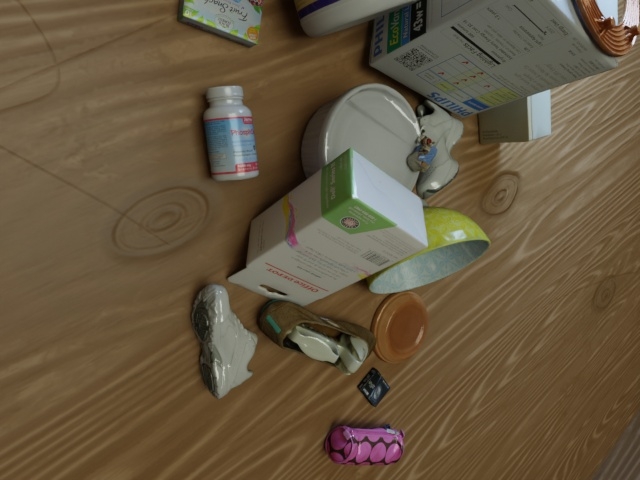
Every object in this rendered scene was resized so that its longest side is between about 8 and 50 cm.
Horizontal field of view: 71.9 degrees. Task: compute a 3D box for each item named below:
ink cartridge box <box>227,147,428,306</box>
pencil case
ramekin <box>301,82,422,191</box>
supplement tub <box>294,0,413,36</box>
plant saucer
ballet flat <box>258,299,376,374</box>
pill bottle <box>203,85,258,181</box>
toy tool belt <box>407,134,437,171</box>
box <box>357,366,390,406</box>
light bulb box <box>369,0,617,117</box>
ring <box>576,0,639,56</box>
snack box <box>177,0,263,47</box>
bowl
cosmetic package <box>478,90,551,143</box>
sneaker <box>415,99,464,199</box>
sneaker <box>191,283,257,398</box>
[{"bbox_3d":[0.000,0.000,0.855,0.207,0.353,0.119,29,46,-35],"label":"ink cartridge box"},{"bbox_3d":[0.117,0.511,1.112,0.209,0.095,0.098,19,122,-38],"label":"pencil case"},{"bbox_3d":[0.081,-0.188,0.944,0.273,0.127,0.273,-7,102,-34],"label":"ramekin"},{"bbox_3d":[0.034,-0.564,0.778,0.241,0.241,0.331,-31,115,-27],"label":"supplement tub"},{"bbox_3d":[0.218,0.232,1.167,0.200,0.037,0.200,-6,101,-34],"label":"plant saucer"},{"bbox_3d":[0.020,0.228,0.969,0.342,0.124,0.116,31,97,-35],"label":"ballet flat"},{"bbox_3d":[-0.163,-0.191,0.797,0.087,0.087,0.160,-14,106,-32],"label":"pill bottle"},{"bbox_3d":[0.226,-0.184,0.936,0.052,0.051,0.083,37,75,-33],"label":"toy tool belt"},{"bbox_3d":[0.139,0.382,1.148,0.067,0.018,0.083,-44,120,-21],"label":"box"},{"bbox_3d":[0.356,-0.465,0.930,0.358,0.361,0.225,13,79,-36],"label":"light bulb box"},{"bbox_3d":[0.543,-0.519,0.830,0.336,0.032,0.337,3,84,-36],"label":"ring"},{"bbox_3d":[-0.174,-0.417,0.782,0.141,0.037,0.100,5,96,-35],"label":"snack box"},{"bbox_3d":[0.225,-0.001,1.032,0.289,0.289,0.156,-1,62,-35],"label":"bowl"},{"bbox_3d":[0.517,-0.427,1.190,0.113,0.160,0.309,-21,108,-30],"label":"cosmetic package"},{"bbox_3d":[0.255,-0.217,1.052,0.129,0.111,0.297,35,47,-20],"label":"sneaker"},{"bbox_3d":[-0.180,0.184,0.861,0.115,0.090,0.232,-17,116,-39],"label":"sneaker"}]
